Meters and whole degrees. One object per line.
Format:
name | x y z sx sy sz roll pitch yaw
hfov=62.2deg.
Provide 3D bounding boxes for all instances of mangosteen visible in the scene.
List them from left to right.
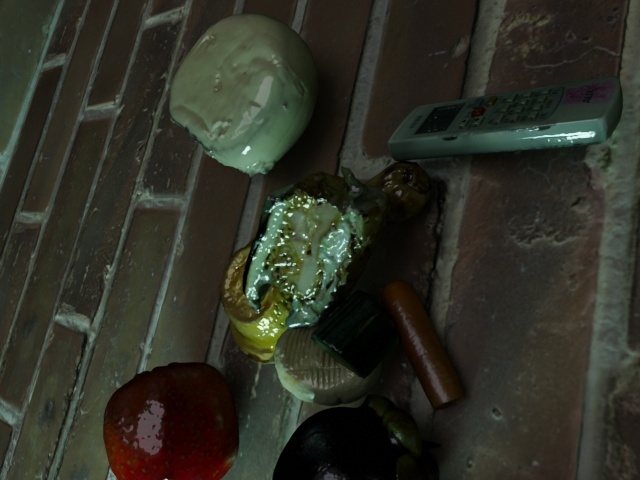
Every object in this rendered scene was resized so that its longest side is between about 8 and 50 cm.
mangosteen | 0.057 0.343 0.776 0.243 0.243 0.242 -14 66 34

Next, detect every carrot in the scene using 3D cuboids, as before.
carrot | 0.158 0.157 0.851 0.067 0.067 0.225 -38 57 21

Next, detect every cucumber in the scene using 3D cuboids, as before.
cucumber | 0.056 0.142 0.838 0.116 0.062 0.115 31 62 35

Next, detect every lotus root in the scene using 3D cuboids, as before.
lotus root | 0.112 -0.077 0.959 0.191 0.094 0.108 -20 41 40

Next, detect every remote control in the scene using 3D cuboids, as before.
remote control | 0.284 -0.190 0.846 0.344 0.050 0.145 0 38 38

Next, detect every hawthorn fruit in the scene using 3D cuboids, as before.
hawthorn fruit | -0.273 0.384 0.998 0.254 0.254 0.300 -25 72 29

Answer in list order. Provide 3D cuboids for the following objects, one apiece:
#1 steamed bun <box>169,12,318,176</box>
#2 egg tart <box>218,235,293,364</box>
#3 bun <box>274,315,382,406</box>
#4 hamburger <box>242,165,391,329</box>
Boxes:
steamed bun | -0.139 -0.309 1.144 0.312 0.233 0.334 -47 60 12
egg tart | -0.106 0.099 1.050 0.288 0.118 0.288 -11 72 35
bun | 0.013 0.206 0.907 0.188 0.111 0.164 -6 51 12
hamburger | 0.000 0.000 0.880 0.168 0.192 0.287 31 123 15
